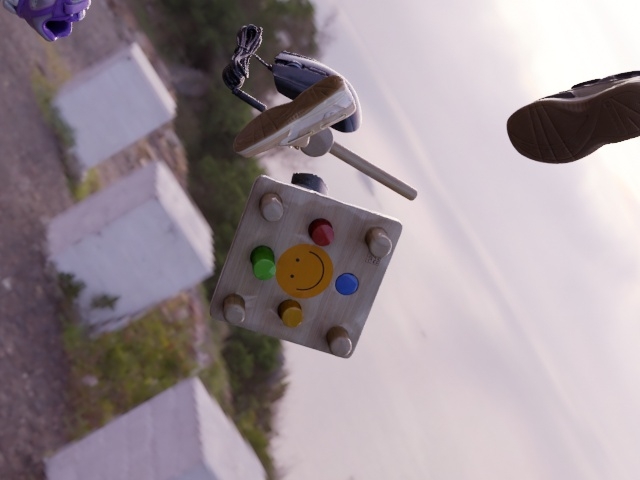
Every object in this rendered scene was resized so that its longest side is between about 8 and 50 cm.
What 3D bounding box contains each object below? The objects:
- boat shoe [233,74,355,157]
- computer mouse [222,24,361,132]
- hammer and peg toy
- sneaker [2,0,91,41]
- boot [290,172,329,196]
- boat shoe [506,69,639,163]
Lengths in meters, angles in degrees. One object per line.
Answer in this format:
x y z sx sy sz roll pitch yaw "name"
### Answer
-0.031 -0.146 1.633 0.059 0.170 0.063 52 18 -36 "boat shoe"
-0.037 -0.252 2.096 0.262 0.060 0.184 35 41 -11 "computer mouse"
0.000 0.000 2.041 0.266 0.361 0.127 19 15 -11 "hammer and peg toy"
-0.351 -0.360 1.747 0.095 0.236 0.104 -30 80 -41 "sneaker"
-0.012 -0.012 2.443 0.246 0.083 0.161 42 58 -52 "boot"
0.397 -0.184 1.846 0.285 0.092 0.103 -15 -76 51 "boat shoe"
